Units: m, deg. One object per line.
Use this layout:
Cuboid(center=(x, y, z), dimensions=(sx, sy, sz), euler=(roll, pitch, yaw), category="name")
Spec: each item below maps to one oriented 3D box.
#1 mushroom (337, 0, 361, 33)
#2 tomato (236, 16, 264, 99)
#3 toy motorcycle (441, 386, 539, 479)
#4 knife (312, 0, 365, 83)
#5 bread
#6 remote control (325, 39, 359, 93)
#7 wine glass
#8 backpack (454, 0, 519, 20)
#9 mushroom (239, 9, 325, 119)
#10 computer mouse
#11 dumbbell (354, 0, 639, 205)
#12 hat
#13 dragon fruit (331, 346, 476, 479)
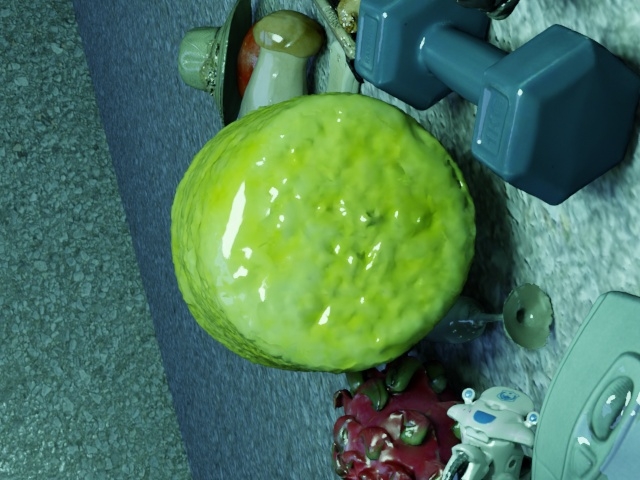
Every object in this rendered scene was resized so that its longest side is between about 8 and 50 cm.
Cuboid(center=(0.064, -0.315, 1.096), dimensions=(0.126, 0.085, 0.109), euler=(88, -177, -62), category="mushroom")
Cuboid(center=(-0.106, -0.300, 1.512), dimensions=(0.166, 0.082, 0.174), euler=(-157, 57, -65), category="tomato")
Cuboid(center=(0.194, 0.242, 0.934), dimensions=(0.102, 0.150, 0.221), euler=(15, 161, 36), category="toy motorcycle")
Cuboid(center=(0.005, -0.351, 1.241), dimensions=(0.089, 0.043, 0.365), euler=(53, -171, -48), category="knife")
Cuboid(center=(0.000, 0.000, 1.010), dimensions=(0.308, 0.348, 0.348), euler=(-163, 64, -77), category="bread")
Cuboid(center=(0.035, -0.231, 1.270), dimensions=(0.074, 0.032, 0.122), euler=(-125, 33, -43), category="remote control")
Cuboid(center=(0.177, 0.094, 1.038), dimensions=(0.262, 0.074, 0.074), euler=(163, 96, -68), category="wine glass")
Cuboid(center=(0.144, -0.332, 0.716), dimensions=(0.258, 0.133, 0.206), euler=(-60, 38, 35), category="backpack")
Cuboid(center=(-0.069, -0.206, 1.412), dimensions=(0.128, 0.128, 0.350), euler=(-122, 32, -42), category="mushroom")
Cuboid(center=(0.277, 0.214, 0.797), dimensions=(0.188, 0.122, 0.370), euler=(-135, 43, -53), category="computer mouse")
Cuboid(center=(0.161, -0.166, 0.858), dimensions=(0.143, 0.156, 0.316), euler=(-58, 38, 14), category="dumbbell")
Cuboid(center=(-0.198, -0.325, 1.546), dimensions=(0.252, 0.110, 0.251), euler=(9, -90, -87), category="hat")
Cuboid(center=(0.096, 0.241, 1.134), dimensions=(0.273, 0.198, 0.218), euler=(-139, 35, -58), category="dragon fruit")
